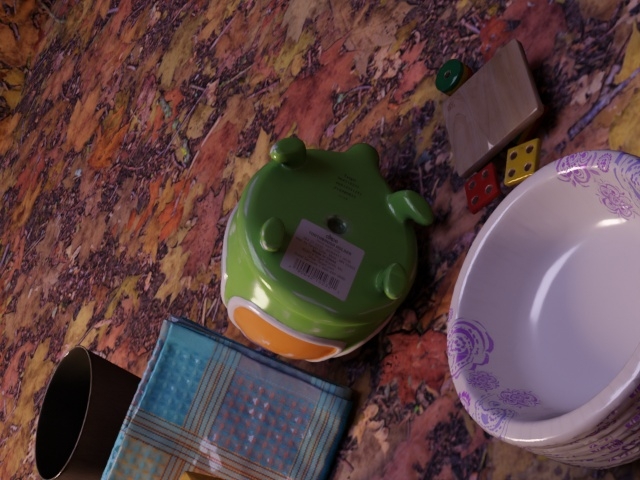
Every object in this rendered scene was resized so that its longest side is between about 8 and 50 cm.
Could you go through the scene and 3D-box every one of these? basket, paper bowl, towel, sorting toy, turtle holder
[{"bbox_3d":[-0.269,0.276,1.676,0.154,0.227,0.204,-40,39,35],"label":"basket"},{"bbox_3d":[0.262,0.071,1.090,0.284,0.148,0.284,-35,42,39],"label":"paper bowl"},{"bbox_3d":[-0.142,0.309,1.474,0.040,0.271,0.370,46,-115,-76],"label":"towel"},{"bbox_3d":[0.218,-0.146,1.416,0.132,0.046,0.274,-43,36,32],"label":"sorting toy"},{"bbox_3d":[-0.016,0.003,1.483,0.227,0.243,0.320,123,144,-46],"label":"turtle holder"}]

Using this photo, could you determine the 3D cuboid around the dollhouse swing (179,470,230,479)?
[{"bbox_3d":[-0.067,0.468,1.214,0.305,0.315,0.347,22,87,44],"label":"dollhouse swing"}]
